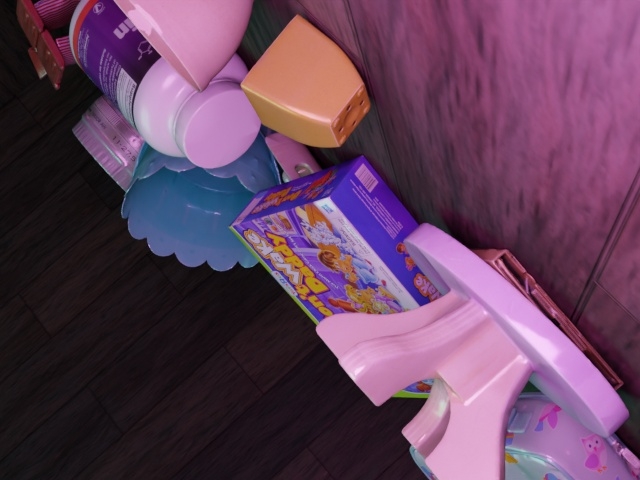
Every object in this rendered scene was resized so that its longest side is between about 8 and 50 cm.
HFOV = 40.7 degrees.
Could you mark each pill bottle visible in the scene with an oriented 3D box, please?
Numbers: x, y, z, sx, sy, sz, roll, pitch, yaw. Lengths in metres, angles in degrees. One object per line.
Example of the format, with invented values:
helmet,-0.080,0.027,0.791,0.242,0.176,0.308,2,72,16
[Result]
pill bottle,-0.223,-0.245,1.259,0.323,0.181,0.181,45,175,34

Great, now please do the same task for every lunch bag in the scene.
lunch bag,0.254,0.277,1.042,0.224,0.108,0.279,50,148,-14

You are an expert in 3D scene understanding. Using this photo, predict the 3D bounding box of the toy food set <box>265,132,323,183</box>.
toy food set,0.000,0.000,1.350,0.219,0.092,0.306,56,171,35

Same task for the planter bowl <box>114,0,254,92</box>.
planter bowl,-0.122,-0.230,0.779,0.162,0.109,0.162,49,176,4

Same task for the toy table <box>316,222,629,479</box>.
toy table,0.126,0.120,0.812,0.252,0.161,0.274,52,176,-41

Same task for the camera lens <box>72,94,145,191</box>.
camera lens,-0.309,-0.230,1.670,0.219,0.274,0.219,48,177,4

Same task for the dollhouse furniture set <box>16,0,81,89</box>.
dollhouse furniture set,-0.460,-0.373,1.666,0.152,0.201,0.374,62,158,-2

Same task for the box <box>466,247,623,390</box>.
box,0.202,0.073,0.859,0.164,0.021,0.201,48,176,-3

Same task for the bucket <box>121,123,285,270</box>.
bucket,-0.188,-0.098,1.488,0.281,0.281,0.183,52,-146,-42

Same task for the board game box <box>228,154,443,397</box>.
board game box,0.069,0.065,1.128,0.347,0.078,0.233,49,149,-19

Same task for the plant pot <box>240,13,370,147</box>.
plant pot,-0.005,-0.127,0.749,0.083,0.081,0.081,36,172,20
